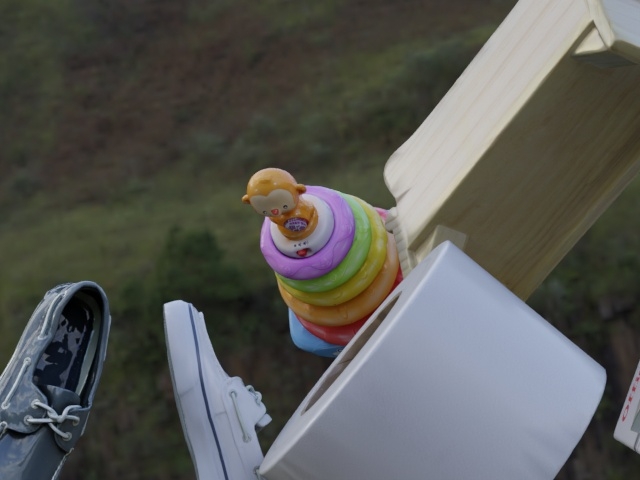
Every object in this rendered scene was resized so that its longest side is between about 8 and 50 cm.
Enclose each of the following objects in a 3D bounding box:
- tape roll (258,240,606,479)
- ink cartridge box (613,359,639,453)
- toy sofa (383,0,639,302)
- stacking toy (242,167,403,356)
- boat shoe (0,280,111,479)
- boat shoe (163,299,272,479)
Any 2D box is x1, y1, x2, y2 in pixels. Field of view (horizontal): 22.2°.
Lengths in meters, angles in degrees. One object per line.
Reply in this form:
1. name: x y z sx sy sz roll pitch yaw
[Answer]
1. tape roll: 0.088 0.144 1.316 0.246 0.169 0.246 -50 2 2
2. ink cartridge box: 0.386 0.133 1.549 0.115 0.198 0.273 20 -1 -2
3. toy sofa: 0.219 -0.101 1.585 0.150 0.177 0.362 19 -53 -26
4. stacking toy: 0.000 0.000 1.730 0.175 0.166 0.302 -10 -26 19
5. boat shoe: -0.320 0.187 1.879 0.116 0.319 0.099 27 -30 -19
6. boat shoe: -0.080 0.158 1.401 0.076 0.226 0.083 -12 -4 -9
